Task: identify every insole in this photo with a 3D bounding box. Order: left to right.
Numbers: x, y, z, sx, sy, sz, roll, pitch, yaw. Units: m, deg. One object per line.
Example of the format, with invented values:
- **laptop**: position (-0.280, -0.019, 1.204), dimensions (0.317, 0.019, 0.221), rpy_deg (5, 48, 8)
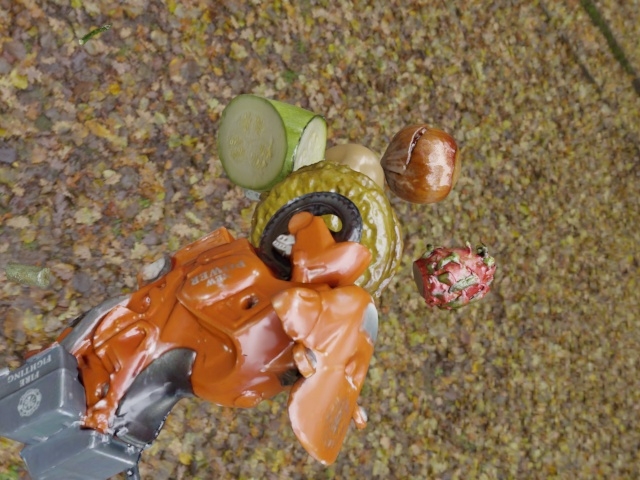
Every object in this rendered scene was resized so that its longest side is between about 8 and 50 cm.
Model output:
- **insole**: position (-0.155, -0.127, 1.714), dimensions (0.006, 0.194, 0.065), rpy_deg (-51, 158, -51)

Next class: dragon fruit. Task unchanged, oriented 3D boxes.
- **dragon fruit**: position (0.315, 0.075, 1.287), dimensions (0.172, 0.160, 0.166), rpy_deg (-10, 74, -4)

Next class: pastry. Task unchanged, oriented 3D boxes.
- **pastry**: position (0.000, 0.000, 0.819), dimensions (0.132, 0.235, 0.239), rpy_deg (-4, 111, -74)

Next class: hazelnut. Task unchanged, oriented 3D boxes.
- **hazelnut**: position (0.228, -0.174, 1.241), dimensions (0.182, 0.182, 0.181), rpy_deg (7, 79, -41)

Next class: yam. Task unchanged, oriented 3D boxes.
- **yam**: position (-0.568, 0.066, 1.065), dimensions (0.043, 0.094, 0.043), rpy_deg (7, 90, -79)

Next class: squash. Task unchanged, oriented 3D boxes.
- **squash**: position (-0.130, -0.190, 1.078), dimensions (0.189, 0.261, 0.189), rpy_deg (18, 90, -74)

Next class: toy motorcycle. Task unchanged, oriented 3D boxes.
- **toy motorcycle**: position (-0.089, 0.095, 0.431), dimensions (0.147, 0.326, 0.221), rpy_deg (58, 4, -49)

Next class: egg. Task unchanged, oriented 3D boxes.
- **egg**: position (0.067, -0.159, 1.463), dimensions (0.201, 0.244, 0.200), rpy_deg (7, 67, -16)

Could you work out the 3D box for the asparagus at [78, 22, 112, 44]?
- **asparagus**: position (-0.487, -0.450, 1.192), dimensions (0.016, 0.016, 0.162), rpy_deg (16, 32, -6)
